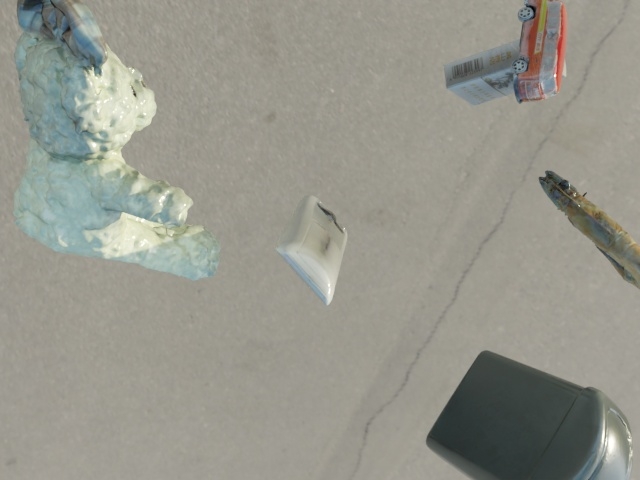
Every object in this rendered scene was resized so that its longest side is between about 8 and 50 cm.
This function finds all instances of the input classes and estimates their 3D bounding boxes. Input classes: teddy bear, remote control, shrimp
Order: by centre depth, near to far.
[{"bbox_3d":[-0.263,-0.151,1.153,0.375,0.327,0.362,6,119,-43],"label":"teddy bear"},{"bbox_3d":[0.000,0.000,1.289,0.055,0.313,0.109,-40,99,16],"label":"remote control"},{"bbox_3d":[0.503,-0.007,1.497,0.058,0.296,0.169,-42,166,-2],"label":"shrimp"}]

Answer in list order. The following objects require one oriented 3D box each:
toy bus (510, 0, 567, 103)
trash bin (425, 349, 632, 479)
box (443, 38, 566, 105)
[{"bbox_3d":[0.358,-0.307,1.351,0.077,0.174,0.079,2,158,23],"label":"toy bus"},{"bbox_3d":[0.262,0.249,1.031,0.101,0.236,0.177,40,78,-35],"label":"trash bin"},{"bbox_3d":[0.416,-0.381,1.871,0.233,0.067,0.149,-13,167,33],"label":"box"}]
